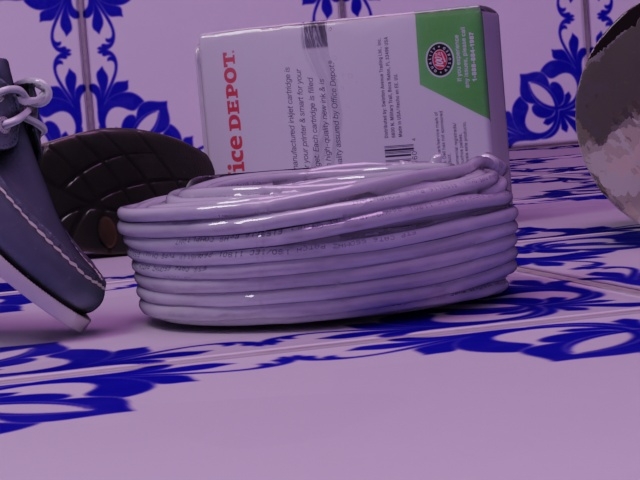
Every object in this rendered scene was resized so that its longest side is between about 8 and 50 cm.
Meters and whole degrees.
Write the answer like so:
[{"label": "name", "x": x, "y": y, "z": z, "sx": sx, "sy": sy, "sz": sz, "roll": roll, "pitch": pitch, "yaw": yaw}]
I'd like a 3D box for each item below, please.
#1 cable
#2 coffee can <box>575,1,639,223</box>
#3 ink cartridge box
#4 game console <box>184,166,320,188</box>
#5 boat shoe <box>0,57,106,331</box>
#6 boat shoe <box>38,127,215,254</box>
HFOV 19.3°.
[{"label": "cable", "x": 0.000, "y": 0.000, "z": 1.217, "sx": 0.257, "sy": 0.089, "sz": 0.257, "roll": -5, "pitch": 5, "yaw": 6}, {"label": "coffee can", "x": 0.318, "y": -0.110, "z": 1.580, "sx": 0.201, "sy": 0.201, "sz": 0.275, "roll": -4, "pitch": 5, "yaw": 9}, {"label": "ink cartridge box", "x": 0.036, "y": -0.118, "z": 1.882, "sx": 0.289, "sy": 0.211, "sz": 0.121, "roll": -3, "pitch": 5, "yaw": 14}, {"label": "game console", "x": -0.036, "y": -0.011, "z": 1.440, "sx": 0.144, "sy": 0.124, "sz": 0.085, "roll": -4, "pitch": -22, "yaw": 1}, {"label": "boat shoe", "x": -0.225, "y": -0.086, "z": 1.187, "sx": 0.099, "sy": 0.319, "sz": 0.116, "roll": -39, "pitch": -11, "yaw": 0}, {"label": "boat shoe", "x": -0.263, "y": -0.040, "z": 1.801, "sx": 0.324, "sy": 0.122, "sz": 0.120, "roll": -5, "pitch": 1, "yaw": -18}]
